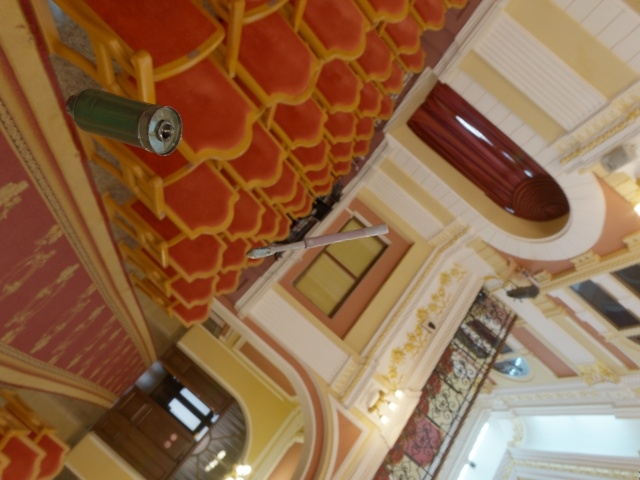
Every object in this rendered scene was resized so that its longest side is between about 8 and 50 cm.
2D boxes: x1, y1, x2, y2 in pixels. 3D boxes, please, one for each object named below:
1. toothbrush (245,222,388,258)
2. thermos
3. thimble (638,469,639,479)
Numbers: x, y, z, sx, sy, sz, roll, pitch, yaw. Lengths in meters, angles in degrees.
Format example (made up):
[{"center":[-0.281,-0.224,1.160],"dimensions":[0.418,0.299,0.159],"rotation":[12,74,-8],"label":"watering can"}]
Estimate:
[{"center":[0.000,0.000,0.573],"dimensions":[0.194,0.014,0.017],"rotation":[-10,173,-20],"label":"toothbrush"},{"center":[-0.311,-0.191,0.689],"dimensions":[0.083,0.187,0.073],"rotation":[-30,136,-65],"label":"thermos"},{"center":[0.248,0.177,0.276],"dimensions":[0.084,0.110,0.062],"rotation":[145,-37,-64],"label":"thimble"}]
